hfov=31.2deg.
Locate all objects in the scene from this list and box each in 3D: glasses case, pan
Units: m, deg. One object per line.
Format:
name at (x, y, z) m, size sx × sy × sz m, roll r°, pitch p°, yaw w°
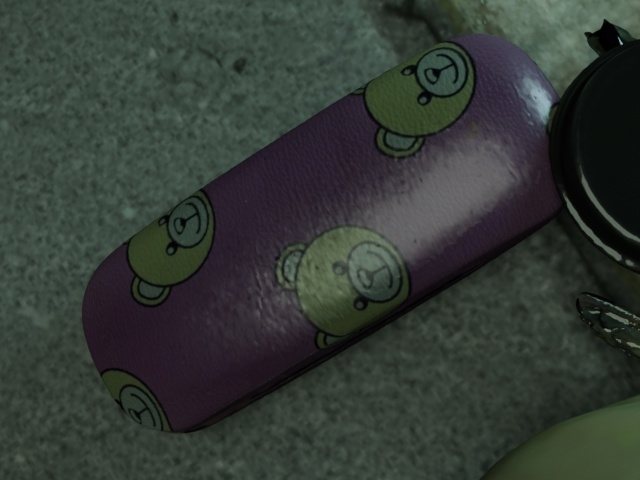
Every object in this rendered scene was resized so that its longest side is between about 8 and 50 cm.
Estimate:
glasses case at (0.000, 0.000, 0.667) m, size 0.316 × 0.076 × 0.123 m, roll -32°, pitch 75°, yaw 12°
pan at (0.203, -0.092, 0.610) m, size 0.136 × 0.028 × 0.235 m, roll 17°, pitch 75°, yaw 4°

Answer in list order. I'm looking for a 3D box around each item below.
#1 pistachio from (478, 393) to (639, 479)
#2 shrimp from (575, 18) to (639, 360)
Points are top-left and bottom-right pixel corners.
pistachio at (0.197, 0.164, 0.537) m, size 0.332 × 0.226 × 0.208 m, roll -26°, pitch 96°, yaw 14°
shrimp at (0.195, -0.016, 0.639) m, size 0.152 × 0.046 × 0.219 m, roll -38°, pitch 79°, yaw 6°
